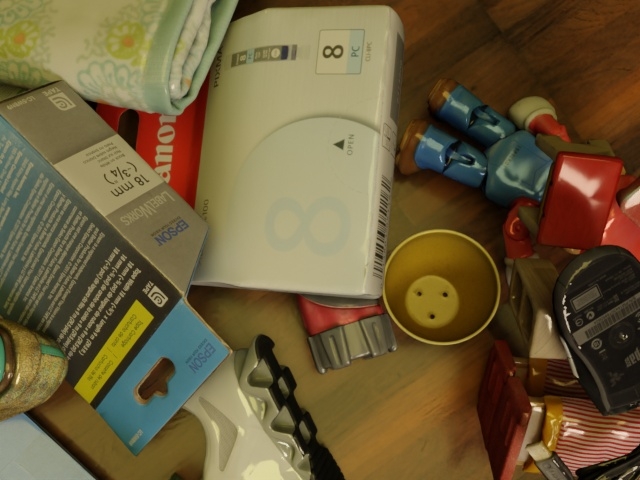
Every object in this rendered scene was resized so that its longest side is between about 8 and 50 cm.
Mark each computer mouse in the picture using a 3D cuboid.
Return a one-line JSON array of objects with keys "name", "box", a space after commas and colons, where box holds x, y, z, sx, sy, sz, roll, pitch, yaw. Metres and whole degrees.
[{"name": "computer mouse", "box": [0.260, 0.134, 0.796, 0.184, 0.060, 0.262, -36, 111, 0]}]

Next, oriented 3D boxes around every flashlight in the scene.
[{"name": "flashlight", "box": [0.000, 0.000, 0.977, 0.103, 0.103, 0.304, -11, 81, -31]}]

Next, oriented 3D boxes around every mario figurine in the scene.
[{"name": "mario figurine", "box": [0.254, -0.058, 1.013, 0.321, 0.170, 0.198, 34, 116, 12]}]

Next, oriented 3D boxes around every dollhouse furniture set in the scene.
[{"name": "dollhouse furniture set", "box": [0.304, 0.092, 0.870, 0.201, 0.152, 0.374, 5, 117, -2]}]

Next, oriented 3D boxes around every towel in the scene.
[{"name": "towel", "box": [-0.239, -0.328, 0.950, 0.321, 0.090, 0.374, 12, 69, 20]}]

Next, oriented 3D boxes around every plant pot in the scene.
[{"name": "plant pot", "box": [0.136, 0.064, 0.973, 0.134, 0.095, 0.134, 0, 75, 0]}]

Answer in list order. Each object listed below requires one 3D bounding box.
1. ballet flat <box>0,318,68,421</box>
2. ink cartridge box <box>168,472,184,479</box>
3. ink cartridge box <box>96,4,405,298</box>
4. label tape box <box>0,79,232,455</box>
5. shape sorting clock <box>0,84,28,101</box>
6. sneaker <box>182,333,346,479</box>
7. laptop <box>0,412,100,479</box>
[{"name": "ballet flat", "box": [-0.420, 0.171, 0.901, 0.349, 0.123, 0.123, -20, 82, 23]}, {"name": "ink cartridge box", "box": [-0.090, 0.353, 0.881, 0.235, 0.171, 0.056, 37, 81, 2]}, {"name": "ink cartridge box", "box": [-0.109, -0.101, 0.928, 0.385, 0.091, 0.308, 3, 83, 16]}, {"name": "label tape box", "box": [-0.237, 0.035, 0.885, 0.334, 0.240, 0.106, 45, 39, 3]}, {"name": "shape sorting clock", "box": [-0.397, -0.218, 1.009, 0.206, 0.040, 0.206, 2, 76, -7]}, {"name": "sneaker", "box": [-0.056, 0.284, 0.934, 0.146, 0.122, 0.330, -27, 85, 11]}, {"name": "laptop", "box": [-0.324, 0.428, 0.796, 0.382, 0.408, 0.236, -48, 121, -13]}]
